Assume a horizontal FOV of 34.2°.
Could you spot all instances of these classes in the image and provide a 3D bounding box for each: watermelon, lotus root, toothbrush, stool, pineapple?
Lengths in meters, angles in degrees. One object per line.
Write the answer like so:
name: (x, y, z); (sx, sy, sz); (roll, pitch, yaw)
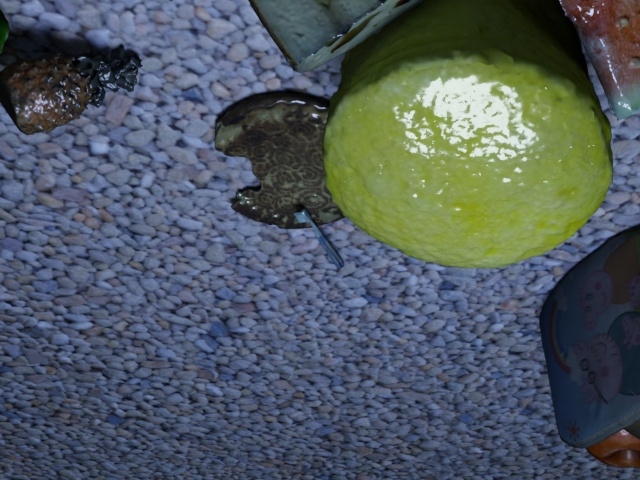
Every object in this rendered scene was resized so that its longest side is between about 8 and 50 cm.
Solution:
watermelon: (0.345, -0.286, 1.236); (0.140, 0.193, 0.256); (-34, 116, 20)
lotus root: (0.009, -0.353, 1.120); (0.267, 0.260, 0.149); (-35, 177, 1)
toothbrush: (0.000, 0.000, 1.719); (0.019, 0.016, 0.219); (-10, 154, 16)
stool: (0.546, 0.181, 1.731); (0.226, 0.310, 0.310); (15, 142, -23)
pineapple: (-0.328, -0.210, 1.393); (0.198, 0.108, 0.108); (-22, 150, -24)

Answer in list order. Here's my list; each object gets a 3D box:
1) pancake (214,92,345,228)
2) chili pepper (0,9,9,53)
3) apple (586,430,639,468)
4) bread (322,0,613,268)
pancake: (-0.044, -0.115, 1.594); (0.288, 0.033, 0.286); (30, 137, -31)
chili pepper: (-0.487, -0.234, 1.400); (0.136, 0.099, 0.270); (43, 136, 5)
apple: (0.598, 0.334, 2.018); (0.218, 0.201, 0.218); (6, 149, 4)
bread: (0.178, -0.166, 1.282); (0.348, 0.307, 0.348); (4, 143, 3)
